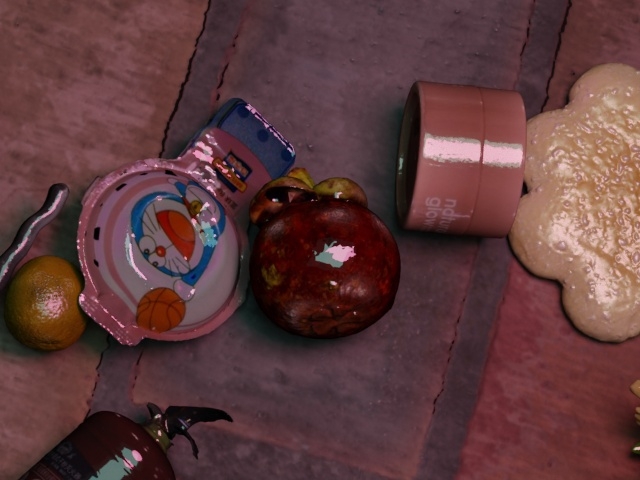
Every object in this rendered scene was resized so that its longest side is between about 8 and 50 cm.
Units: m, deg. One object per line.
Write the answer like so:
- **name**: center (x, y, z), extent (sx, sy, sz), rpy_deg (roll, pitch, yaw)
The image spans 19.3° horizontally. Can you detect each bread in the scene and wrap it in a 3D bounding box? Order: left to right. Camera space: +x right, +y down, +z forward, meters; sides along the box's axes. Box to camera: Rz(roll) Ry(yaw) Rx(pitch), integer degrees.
- **bread**: center (0.341, -0.041, 1.930), extent (0.316, 0.054, 0.316), rpy_deg (2, 78, -8)

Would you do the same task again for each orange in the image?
- **orange**: center (-0.260, 0.058, 1.797), extent (0.085, 0.085, 0.095), rpy_deg (0, 57, -9)

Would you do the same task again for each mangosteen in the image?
- **mangosteen**: center (0.010, 0.004, 1.824), extent (0.145, 0.156, 0.181), rpy_deg (1, 57, 22)

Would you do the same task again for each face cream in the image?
- **face cream**: center (0.136, -0.079, 1.856), extent (0.104, 0.149, 0.149), rpy_deg (5, 76, -6)

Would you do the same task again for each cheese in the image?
- **cheese**: center (-0.130, -0.018, 1.836), extent (0.189, 0.074, 0.286), rpy_deg (45, 61, -12)

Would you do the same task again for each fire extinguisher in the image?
- **fire extinguisher**: center (-0.232, 0.259, 1.728), extent (0.337, 0.135, 0.114), rpy_deg (-43, 121, -16)

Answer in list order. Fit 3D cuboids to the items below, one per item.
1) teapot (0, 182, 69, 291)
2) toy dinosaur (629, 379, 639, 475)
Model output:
- **teapot**: center (-0.422, -0.049, 1.764), extent (0.305, 0.223, 0.285), rpy_deg (23, 78, -43)
- **toy dinosaur**: center (0.393, 0.212, 1.810), extent (0.194, 0.177, 0.152), rpy_deg (2, 75, -6)
